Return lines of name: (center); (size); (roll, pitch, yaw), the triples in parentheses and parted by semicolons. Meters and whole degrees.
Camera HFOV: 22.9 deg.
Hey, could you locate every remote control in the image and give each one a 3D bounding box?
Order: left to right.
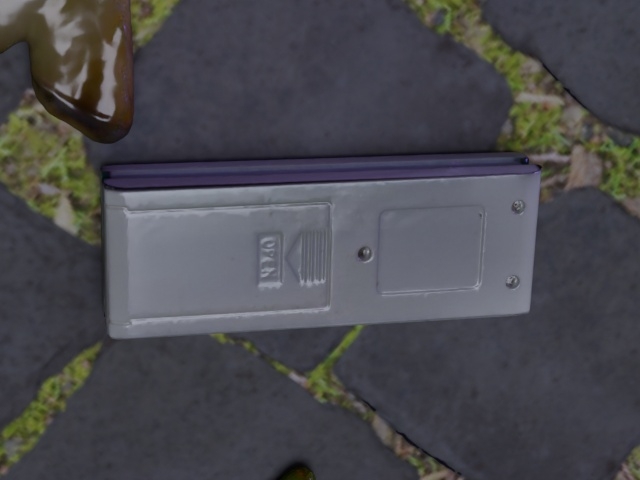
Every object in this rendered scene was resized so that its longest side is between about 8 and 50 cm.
remote control: (0.000, 0.000, 1.013); (0.277, 0.055, 0.102); (-3, 112, -12)

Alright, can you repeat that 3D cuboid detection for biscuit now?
biscuit: (-0.144, -0.175, 0.916); (0.164, 0.047, 0.208); (24, 106, -20)

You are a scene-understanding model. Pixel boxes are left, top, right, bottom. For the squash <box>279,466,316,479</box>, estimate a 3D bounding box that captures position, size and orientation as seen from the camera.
squash: (-0.033, 0.190, 1.099); (0.027, 0.027, 0.083); (39, 99, -23)
